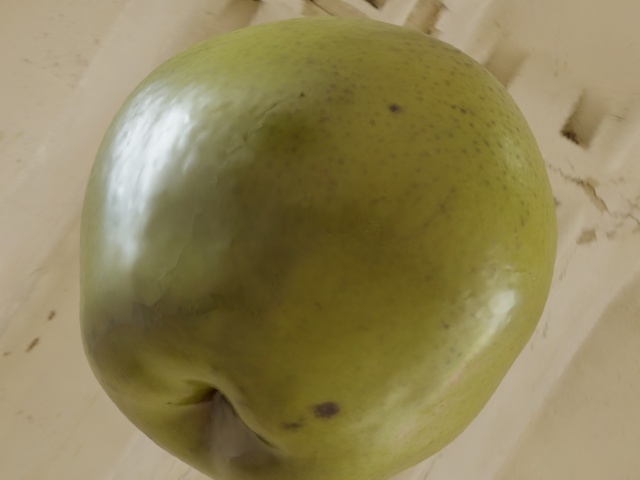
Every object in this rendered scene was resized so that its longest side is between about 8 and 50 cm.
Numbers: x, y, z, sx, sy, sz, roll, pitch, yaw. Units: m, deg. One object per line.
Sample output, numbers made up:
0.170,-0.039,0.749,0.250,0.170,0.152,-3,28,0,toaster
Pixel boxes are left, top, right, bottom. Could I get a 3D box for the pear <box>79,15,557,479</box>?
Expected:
0.000,0.000,0.780,0.294,0.294,0.294,1,-84,10,pear
